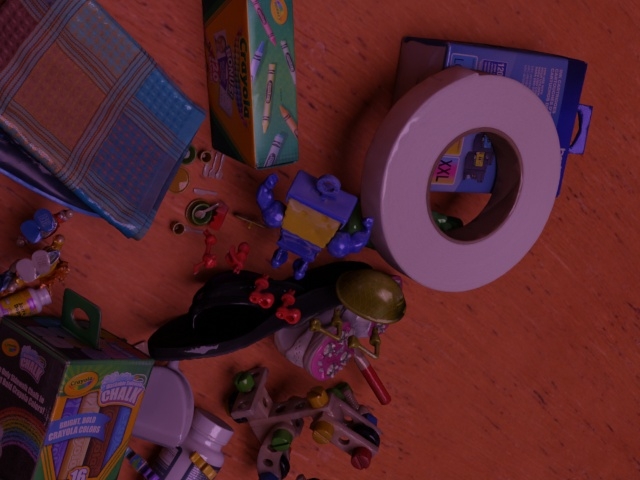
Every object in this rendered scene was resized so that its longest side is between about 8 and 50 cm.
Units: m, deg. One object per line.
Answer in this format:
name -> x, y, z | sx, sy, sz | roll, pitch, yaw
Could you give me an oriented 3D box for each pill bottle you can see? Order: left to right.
pill bottle -> -0.466, 0.101, 1.633 | 0.083, 0.043, 0.043 | -25, 118, -22
pill bottle -> -0.232, 0.391, 1.835 | 0.108, 0.108, 0.180 | 34, 88, -35

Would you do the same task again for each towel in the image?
towel -> -0.338, -0.208, 1.542 | 0.370, 0.040, 0.271 | 46, 52, -33

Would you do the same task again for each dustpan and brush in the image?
dustpan and brush -> -0.263, 0.236, 1.756 | 0.060, 0.147, 0.211 | 74, 33, -68

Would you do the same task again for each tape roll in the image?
tape roll -> 0.248, -0.103, 1.807 | 0.392, 0.072, 0.391 | -11, 113, -27

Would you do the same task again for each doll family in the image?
doll family -> -0.466, 0.051, 1.541 | 0.263, 0.163, 0.118 | -27, 95, -8

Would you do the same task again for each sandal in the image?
sandal -> -0.108, 0.092, 1.789 | 0.446, 0.168, 0.107 | -21, 109, -34

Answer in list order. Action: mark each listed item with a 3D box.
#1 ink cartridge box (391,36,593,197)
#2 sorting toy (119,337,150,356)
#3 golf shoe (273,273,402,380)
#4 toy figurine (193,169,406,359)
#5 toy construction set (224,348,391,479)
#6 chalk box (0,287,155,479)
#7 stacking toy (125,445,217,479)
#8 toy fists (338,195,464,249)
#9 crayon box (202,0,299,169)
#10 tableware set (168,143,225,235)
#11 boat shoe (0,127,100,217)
ink cartridge box -> 0.329, -0.226, 1.947 | 0.396, 0.151, 0.269 | 0, 106, -33
sorting toy -> -0.321, 0.195, 1.772 | 0.062, 0.012, 0.083 | -22, 116, -26
golf shoe -> 0.037, 0.135, 1.915 | 0.306, 0.140, 0.115 | -34, 131, -45
toy figurine -> 0.000, 0.000, 1.673 | 0.363, 0.191, 0.217 | 27, 127, 1
toy construction set -> -0.024, 0.295, 1.885 | 0.309, 0.257, 0.237 | -44, 113, -36
chalk box -> -0.393, 0.222, 1.612 | 0.179, 0.180, 0.288 | 10, 102, -53
stacking toy -> -0.308, 0.371, 1.756 | 0.221, 0.052, 0.167 | 44, 76, 12
toy fists -> 0.145, -0.025, 1.903 | 0.279, 0.142, 0.096 | 11, 100, -34
crayon box -> -0.111, -0.267, 1.651 | 0.081, 0.165, 0.278 | -12, 112, -28
tableware set -> -0.213, -0.082, 1.737 | 0.104, 0.024, 0.154 | 11, 101, -33
boat shoe -> -0.407, -0.117, 1.557 | 0.258, 0.109, 0.089 | 30, 94, -37
